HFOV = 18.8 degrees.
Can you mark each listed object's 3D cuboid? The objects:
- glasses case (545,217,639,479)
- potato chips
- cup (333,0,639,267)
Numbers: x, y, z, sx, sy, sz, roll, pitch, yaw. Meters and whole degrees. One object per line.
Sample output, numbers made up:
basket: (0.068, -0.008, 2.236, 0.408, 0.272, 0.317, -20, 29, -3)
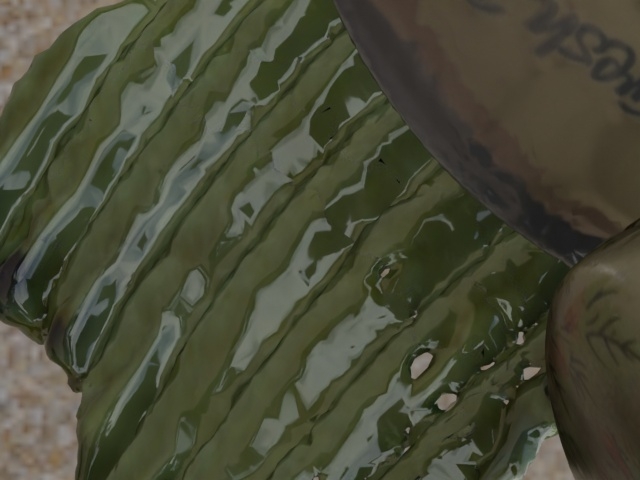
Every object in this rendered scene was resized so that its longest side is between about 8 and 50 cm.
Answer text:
glasses case: (0.198, 0.152, 0.451, 0.098, 0.425, 0.156, -32, 146, -12)
potato chips: (0.007, -0.004, 0.884, 0.097, 0.389, 0.373, 48, 15, -50)
cup: (0.173, -0.103, 0.596, 0.227, 0.257, 0.301, -20, 76, -45)
